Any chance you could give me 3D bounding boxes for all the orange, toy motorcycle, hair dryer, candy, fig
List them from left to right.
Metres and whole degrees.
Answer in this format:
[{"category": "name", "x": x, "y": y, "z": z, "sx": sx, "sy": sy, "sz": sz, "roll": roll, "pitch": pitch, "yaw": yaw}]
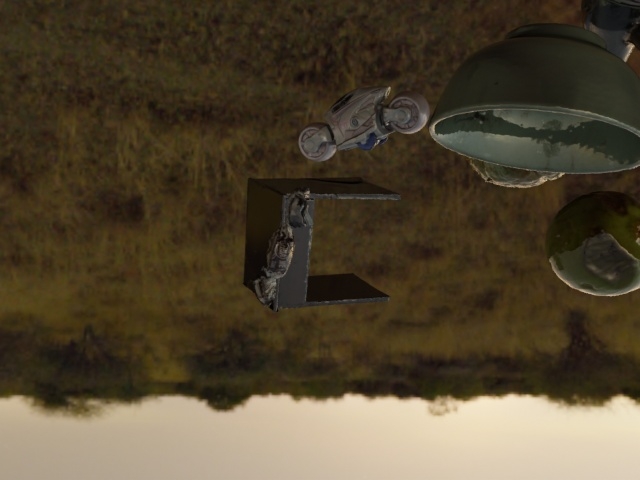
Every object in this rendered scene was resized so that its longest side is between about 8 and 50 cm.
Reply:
[{"category": "candy", "x": -0.067, "y": 0.010, "z": 1.383, "sx": 0.051, "sy": 0.226, "sz": 0.094, "roll": 18, "pitch": -164, "yaw": -18}, {"category": "toy motorcycle", "x": 0.069, "y": -0.212, "z": 1.366, "sx": 0.254, "sy": 0.112, "sz": 0.112, "roll": -13, "pitch": 164, "yaw": 30}, {"category": "orange", "x": 0.534, "y": -0.261, "z": 2.005, "sx": 0.369, "sy": 0.210, "sz": 0.271, "roll": -20, "pitch": 119, "yaw": 35}, {"category": "fig", "x": 0.621, "y": 0.017, "z": 1.747, "sx": 0.240, "sy": 0.239, "sz": 0.271, "roll": 4, "pitch": 163, "yaw": -18}, {"category": "hair dryer", "x": 0.505, "y": -0.249, "z": 1.179, "sx": 0.120, "sy": 0.359, "sz": 0.303, "roll": -19, "pitch": 146, "yaw": -4}]

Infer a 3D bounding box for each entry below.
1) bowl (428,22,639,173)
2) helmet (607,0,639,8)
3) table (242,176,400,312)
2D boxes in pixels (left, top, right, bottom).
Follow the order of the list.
[{"category": "bowl", "x": 0.295, "y": -0.193, "z": 1.018, "sx": 0.289, "sy": 0.146, "sz": 0.289, "roll": 11, "pitch": 173, "yaw": 1}, {"category": "helmet", "x": 0.318, "y": -0.289, "z": 0.745, "sx": 0.177, "sy": 0.107, "sz": 0.153, "roll": 2, "pitch": 133, "yaw": 20}, {"category": "table", "x": 0.000, "y": 0.000, "z": 1.675, "sx": 0.282, "sy": 0.250, "sz": 0.196, "roll": -2, "pitch": -166, "yaw": -26}]
